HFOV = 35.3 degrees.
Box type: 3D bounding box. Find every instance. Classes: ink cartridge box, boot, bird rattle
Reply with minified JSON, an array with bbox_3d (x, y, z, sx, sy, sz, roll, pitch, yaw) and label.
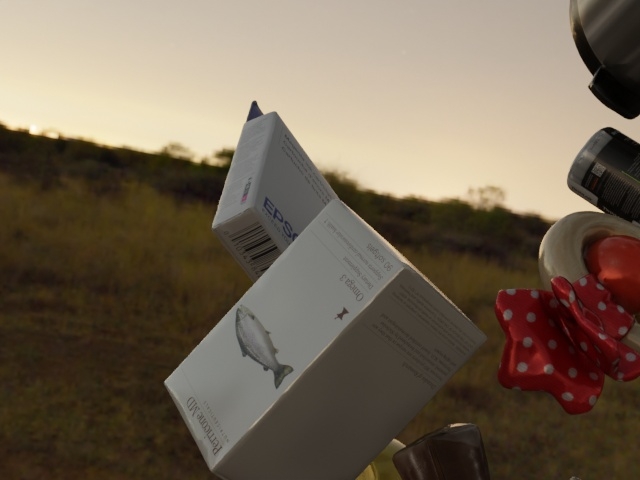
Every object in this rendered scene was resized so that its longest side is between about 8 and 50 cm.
[{"bbox_3d":[0.000,0.000,1.316,0.071,0.324,0.330,-25,29,23],"label":"ink cartridge box"},{"bbox_3d":[0.061,0.170,0.611,0.106,0.114,0.037,-22,19,2],"label":"boot"},{"bbox_3d":[0.255,0.062,0.861,0.254,0.143,0.206,9,44,-15],"label":"bird rattle"}]

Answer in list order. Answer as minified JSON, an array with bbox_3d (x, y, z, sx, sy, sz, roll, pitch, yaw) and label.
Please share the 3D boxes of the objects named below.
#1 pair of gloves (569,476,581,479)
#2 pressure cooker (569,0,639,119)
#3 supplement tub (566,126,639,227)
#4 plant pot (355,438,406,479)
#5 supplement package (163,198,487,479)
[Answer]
[{"bbox_3d":[0.283,0.273,0.699,0.240,0.042,0.204,41,11,-15],"label":"pair of gloves"},{"bbox_3d":[0.591,-0.389,1.543,0.370,0.375,0.420,-6,-12,-11],"label":"pressure cooker"},{"bbox_3d":[0.477,-0.078,1.511,0.190,0.117,0.117,39,15,26],"label":"supplement tub"},{"bbox_3d":[0.055,0.307,1.282,0.134,0.134,0.095,12,-15,24],"label":"plant pot"},{"bbox_3d":[0.001,0.082,0.686,0.105,0.179,0.105,40,4,-38],"label":"supplement package"}]
